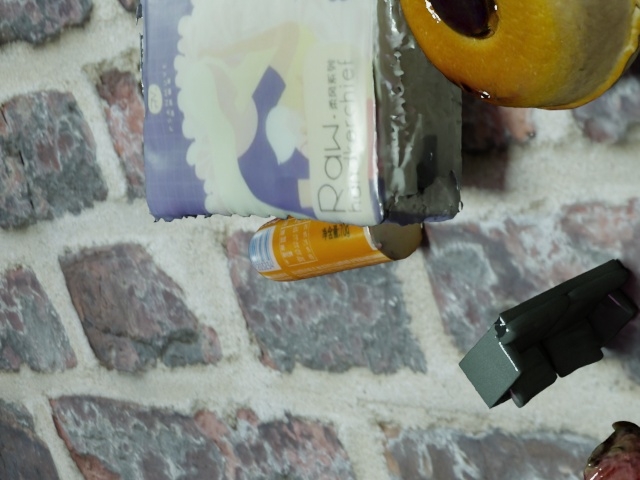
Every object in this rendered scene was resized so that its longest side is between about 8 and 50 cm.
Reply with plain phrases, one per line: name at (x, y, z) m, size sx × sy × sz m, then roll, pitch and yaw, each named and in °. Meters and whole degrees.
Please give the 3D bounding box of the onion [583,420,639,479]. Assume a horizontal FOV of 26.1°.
onion at (0.265, 0.329, 1.045) m, size 0.398 × 0.398 × 0.420 m, roll -46°, pitch 49°, yaw 50°

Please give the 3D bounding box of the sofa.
sofa at (0.194, 0.080, 1.128) m, size 0.060 × 0.147 × 0.085 m, roll 54°, pitch 141°, yaw 20°

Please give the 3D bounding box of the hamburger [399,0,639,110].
hamburger at (0.152, -0.202, 1.032) m, size 0.237 × 0.147 × 0.237 m, roll 41°, pitch 148°, yaw 33°

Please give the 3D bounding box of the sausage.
sausage at (0.000, 0.000, 1.376) m, size 0.234 × 0.071 × 0.071 m, roll -13°, pitch 99°, yaw 51°

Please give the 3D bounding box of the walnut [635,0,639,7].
walnut at (0.270, -0.205, 0.882) m, size 0.165 × 0.165 × 0.197 m, roll -3°, pitch 99°, yaw 50°

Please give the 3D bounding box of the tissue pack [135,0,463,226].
tissue pack at (-0.026, -0.135, 1.258) m, size 0.344 × 0.125 × 0.242 m, roll 3°, pitch 95°, yaw 48°
